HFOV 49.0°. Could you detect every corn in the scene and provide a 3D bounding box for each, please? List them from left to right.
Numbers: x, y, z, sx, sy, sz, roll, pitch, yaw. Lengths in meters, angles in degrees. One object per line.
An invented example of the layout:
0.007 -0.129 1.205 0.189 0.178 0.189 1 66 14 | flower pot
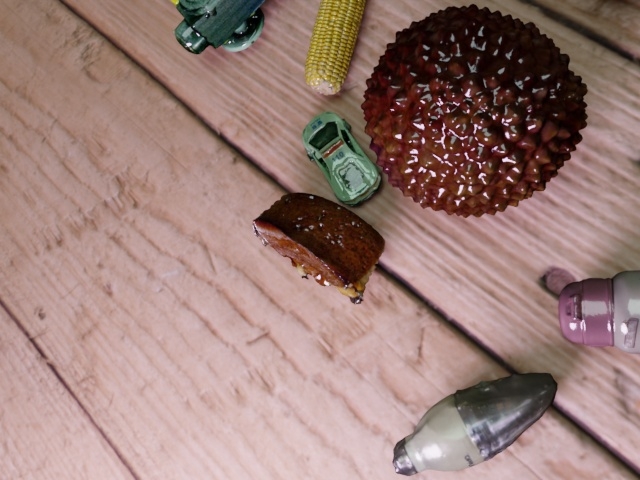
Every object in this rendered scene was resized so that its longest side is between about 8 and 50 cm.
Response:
0.029 -0.374 1.231 0.081 0.081 0.249 9 78 24 | corn

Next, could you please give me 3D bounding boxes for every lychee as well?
0.206 -0.176 0.987 0.305 0.330 0.306 0 98 3 | lychee

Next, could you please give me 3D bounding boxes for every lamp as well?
0.211 0.252 0.962 0.250 0.101 0.101 -28 66 8 | lamp

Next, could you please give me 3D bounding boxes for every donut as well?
0.005 -0.001 1.106 0.186 0.144 0.126 12 56 50 | donut

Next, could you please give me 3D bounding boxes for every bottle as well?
0.432 0.093 0.913 0.233 0.110 0.110 -4 73 22 | bottle

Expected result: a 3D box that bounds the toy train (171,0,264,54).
-0.135 -0.556 1.308 0.442 0.179 0.272 -44 57 7 | toy train

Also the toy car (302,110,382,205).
0.028 -0.141 1.176 0.093 0.058 0.186 -36 65 11 | toy car
